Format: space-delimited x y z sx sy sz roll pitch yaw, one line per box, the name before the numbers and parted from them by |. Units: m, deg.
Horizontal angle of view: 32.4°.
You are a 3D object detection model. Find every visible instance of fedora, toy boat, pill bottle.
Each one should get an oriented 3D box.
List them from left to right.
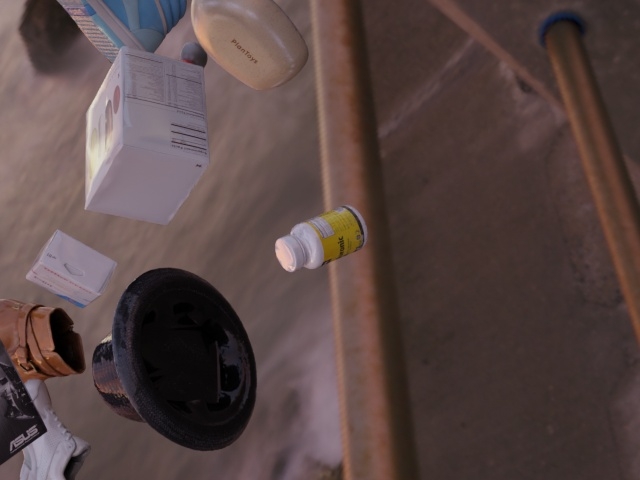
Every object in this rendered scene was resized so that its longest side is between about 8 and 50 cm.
fedora | -0.254 0.205 1.795 0.152 0.334 0.334 -19 48 30
toy boat | -0.193 -0.408 2.263 0.318 0.267 0.148 -24 33 35
pill bottle | 0.000 0.000 1.466 0.065 0.116 0.065 37 138 42

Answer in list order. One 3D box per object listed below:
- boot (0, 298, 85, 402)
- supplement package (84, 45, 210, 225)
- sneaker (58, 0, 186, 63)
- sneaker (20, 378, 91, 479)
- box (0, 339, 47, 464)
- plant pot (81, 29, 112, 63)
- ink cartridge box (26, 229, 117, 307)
boot | -0.488 0.218 1.929 0.220 0.283 0.109 -2 29 29
supplement package | -0.290 -0.169 1.813 0.194 0.149 0.203 -49 39 46
sneaker | -0.361 -0.473 1.944 0.127 0.319 0.208 23 66 45
sneaker | -0.436 0.333 1.816 0.115 0.090 0.232 -15 68 2
box | -0.526 0.257 1.560 0.056 0.183 0.231 -4 23 46
plant pot | -0.426 -0.427 2.250 0.109 0.109 0.096 -27 80 0
ink cartridge box | -0.323 0.039 1.427 0.052 0.088 0.122 -65 16 -20
